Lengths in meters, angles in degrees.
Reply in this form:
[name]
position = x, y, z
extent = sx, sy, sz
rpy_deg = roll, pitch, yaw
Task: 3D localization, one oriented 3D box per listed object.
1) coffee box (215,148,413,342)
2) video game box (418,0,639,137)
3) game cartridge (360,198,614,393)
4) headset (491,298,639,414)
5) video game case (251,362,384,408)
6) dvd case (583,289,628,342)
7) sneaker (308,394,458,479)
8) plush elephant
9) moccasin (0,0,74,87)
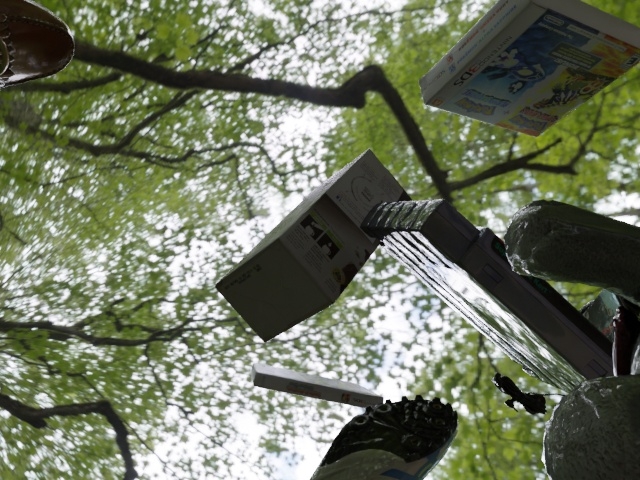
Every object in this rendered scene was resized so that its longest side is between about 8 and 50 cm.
[coffee box]
position = 0.000, 0.000, 0.954
extent = 0.119, 0.168, 0.297
rpy_deg = 50, -137, -7
[video game box]
position = 0.258, -0.213, 0.769
extent = 0.205, 0.187, 0.048
rpy_deg = 8, -116, -28
[game cartridge]
position = 0.225, 0.077, 0.786
extent = 0.355, 0.230, 0.068
rpy_deg = 40, -101, -12
[headset]
position = 0.495, 0.198, 1.103
extent = 0.185, 0.394, 0.243
rpy_deg = 33, -143, -6
[video game case]
position = -0.016, 0.248, 1.071
extent = 0.206, 0.227, 0.026
rpy_deg = 12, -99, -5
[dvd case]
position = 0.410, 0.129, 0.889
extent = 0.013, 0.087, 0.119
rpy_deg = 15, -143, -10
[sneaker]
position = 0.033, 0.219, 0.522
extent = 0.237, 0.085, 0.086
rpy_deg = -36, -54, -32
[plush elephant]
position = 0.277, 0.144, 0.453
extent = 0.330, 0.272, 0.255
rpy_deg = 3, -57, -1
[moccasin]
position = -0.432, -0.205, 0.692
extent = 0.147, 0.139, 0.380
rpy_deg = 42, -153, 12
